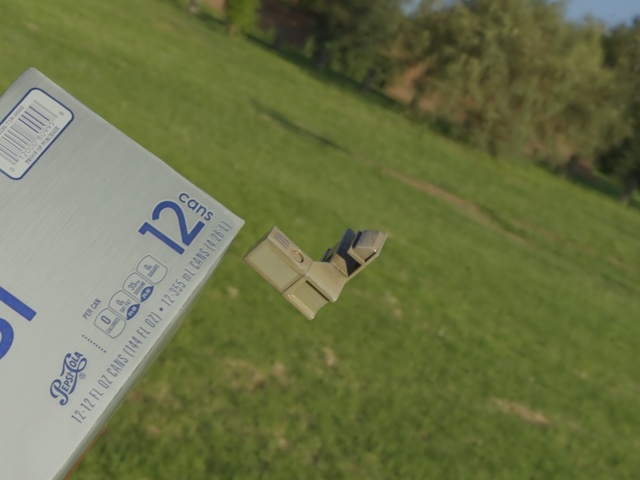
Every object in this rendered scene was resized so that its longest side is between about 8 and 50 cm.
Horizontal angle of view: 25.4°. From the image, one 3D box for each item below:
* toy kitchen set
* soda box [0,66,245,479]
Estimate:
[{"bbox_3d":[0.000,0.000,1.110,0.075,0.068,0.083,43,36,-10],"label":"toy kitchen set"},{"bbox_3d":[-0.144,0.087,0.437,0.091,0.286,0.098,36,-26,-1],"label":"soda box"}]
